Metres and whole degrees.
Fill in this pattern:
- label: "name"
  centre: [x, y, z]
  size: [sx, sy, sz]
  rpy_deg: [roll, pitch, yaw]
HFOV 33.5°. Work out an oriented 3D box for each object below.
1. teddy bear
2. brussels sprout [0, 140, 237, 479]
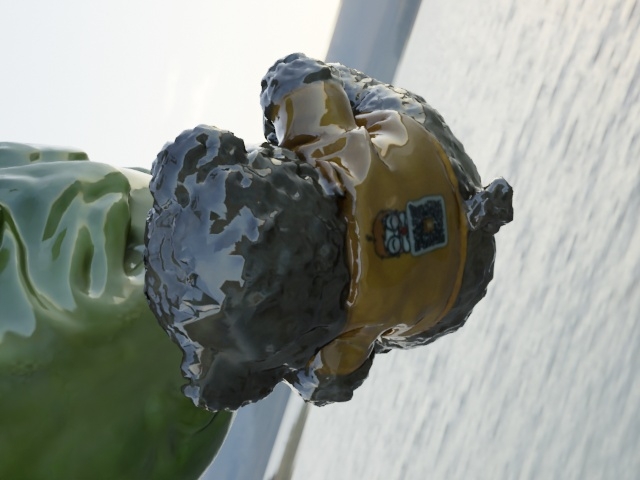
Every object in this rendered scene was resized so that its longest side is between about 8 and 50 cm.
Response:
- label: "teddy bear"
  centre: [0.000, 0.000, 0.507]
  size: [0.190, 0.140, 0.177]
  rpy_deg: [-19, -74, -40]
- label: "brussels sprout"
  centre: [-0.202, 0.080, 0.656]
  size: [0.289, 0.355, 0.281]
  rpy_deg: [48, 162, 52]
